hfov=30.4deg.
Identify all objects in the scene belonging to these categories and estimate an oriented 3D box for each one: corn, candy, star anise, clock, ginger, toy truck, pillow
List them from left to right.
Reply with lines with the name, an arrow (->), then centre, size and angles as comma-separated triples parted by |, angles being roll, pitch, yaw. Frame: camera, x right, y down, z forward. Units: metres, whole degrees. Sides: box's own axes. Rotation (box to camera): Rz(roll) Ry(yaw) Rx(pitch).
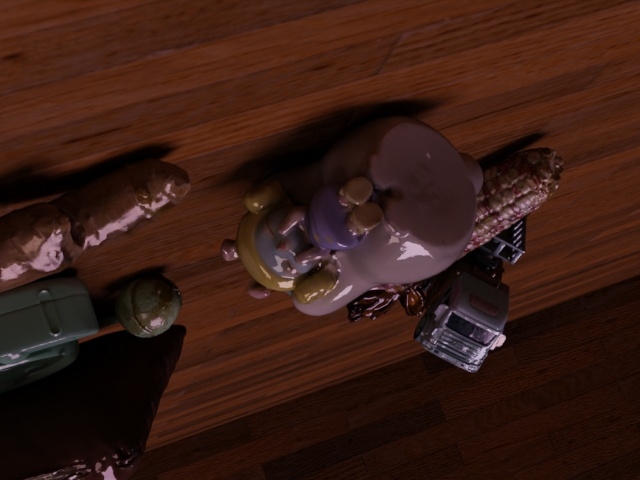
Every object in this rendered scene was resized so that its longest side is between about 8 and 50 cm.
ginger -> -0.206, 0.007, 0.702 | 0.288, 0.075, 0.089 | -19, -168, -32
clock -> -0.271, 0.091, 1.003 | 0.148, 0.060, 0.188 | -17, 169, -21
pillow -> -0.286, 0.183, 1.111 | 0.307, 0.108, 0.305 | -18, -166, 6
candy -> -0.208, 0.078, 1.120 | 0.202, 0.061, 0.061 | -20, 172, 40
star anise -> 0.128, 0.032, 1.420 | 0.233, 0.073, 0.177 | -11, 151, -28
corn -> 0.140, -0.020, 1.180 | 0.237, 0.080, 0.079 | -30, 166, 35
toy truck -> 0.163, 0.043, 1.241 | 0.115, 0.080, 0.178 | -56, -169, 37

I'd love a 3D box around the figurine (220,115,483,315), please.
figurine -> 0.000, 0.000, 0.915 | 0.235, 0.127, 0.155 | -28, -175, 45
